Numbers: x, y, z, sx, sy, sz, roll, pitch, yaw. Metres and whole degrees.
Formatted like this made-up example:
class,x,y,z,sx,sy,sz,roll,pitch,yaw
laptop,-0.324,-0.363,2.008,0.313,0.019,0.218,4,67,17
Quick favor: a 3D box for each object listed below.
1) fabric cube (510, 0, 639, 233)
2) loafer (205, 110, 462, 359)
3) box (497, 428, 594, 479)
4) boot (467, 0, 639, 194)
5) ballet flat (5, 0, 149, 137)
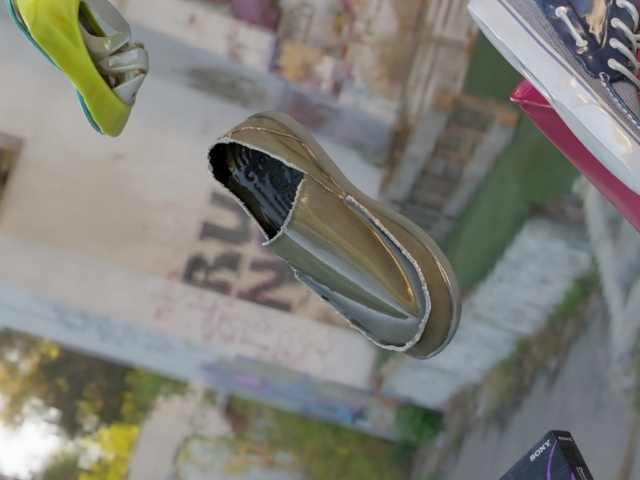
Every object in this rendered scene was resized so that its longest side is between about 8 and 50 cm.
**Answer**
class,x,y,z,sx,sy,sz,roll,pitch,yaw
fabric cube,0.353,-0.104,1.227,0.259,0.258,0.254,-50,24,-8
loafer,0.000,0.000,1.259,0.087,0.251,0.094,-11,-43,-52
box,0.199,0.258,1.424,0.116,0.029,0.162,-50,44,30
boot,0.175,-0.114,1.037,0.086,0.190,0.069,-38,-31,3
ballet flat,-0.194,-0.162,1.460,0.231,0.077,0.077,58,-161,-59
